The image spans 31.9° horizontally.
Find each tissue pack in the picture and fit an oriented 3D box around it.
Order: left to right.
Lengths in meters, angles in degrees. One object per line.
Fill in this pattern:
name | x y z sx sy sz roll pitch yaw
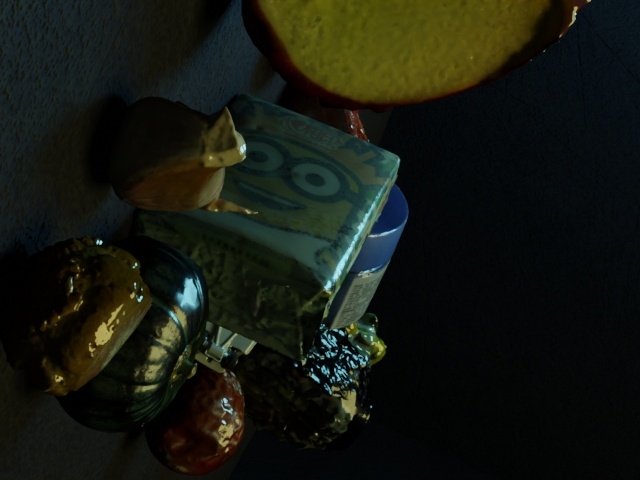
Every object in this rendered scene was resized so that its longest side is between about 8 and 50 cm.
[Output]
tissue pack | -0.057 -0.029 1.309 0.311 0.228 0.128 -58 170 -52

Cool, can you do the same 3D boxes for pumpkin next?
pumpkin | -0.184 0.096 1.105 0.202 0.140 0.202 23 90 -82

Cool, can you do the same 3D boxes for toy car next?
toy car | -0.160 0.133 1.745 0.139 0.112 0.112 -62 -159 -16

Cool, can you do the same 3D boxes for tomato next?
tomato | 0.006 -0.163 1.778 0.200 0.139 0.233 48 24 -72

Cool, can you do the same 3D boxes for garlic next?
garlic | -0.125 -0.063 1.025 0.198 0.128 0.091 92 8 -69

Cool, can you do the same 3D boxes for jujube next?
jujube | -0.196 0.268 1.772 0.236 0.168 0.168 -99 -151 -69

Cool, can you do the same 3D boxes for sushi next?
sushi | -0.021 0.227 2.241 0.285 0.328 0.328 -55 178 -34

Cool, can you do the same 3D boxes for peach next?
peach | 0.084 -0.283 1.138 0.201 0.361 0.258 -94 -177 -49

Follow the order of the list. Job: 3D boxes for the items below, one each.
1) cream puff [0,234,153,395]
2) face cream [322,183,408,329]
cream puff | -0.205 0.057 0.917 0.126 0.103 0.144 -53 177 11
face cream | 0.000 0.000 1.908 0.249 0.249 0.225 -58 170 -57
